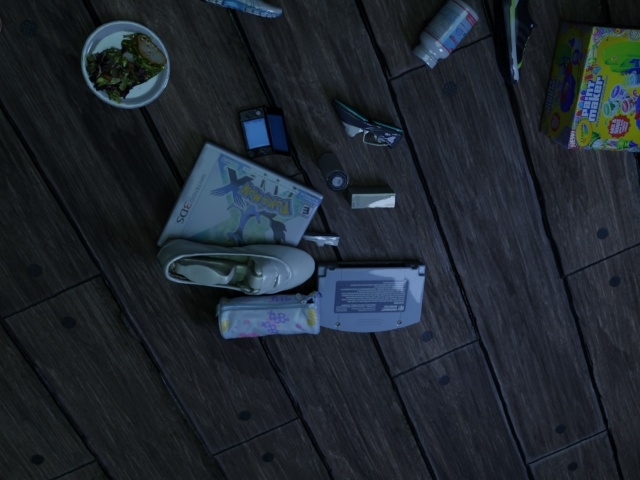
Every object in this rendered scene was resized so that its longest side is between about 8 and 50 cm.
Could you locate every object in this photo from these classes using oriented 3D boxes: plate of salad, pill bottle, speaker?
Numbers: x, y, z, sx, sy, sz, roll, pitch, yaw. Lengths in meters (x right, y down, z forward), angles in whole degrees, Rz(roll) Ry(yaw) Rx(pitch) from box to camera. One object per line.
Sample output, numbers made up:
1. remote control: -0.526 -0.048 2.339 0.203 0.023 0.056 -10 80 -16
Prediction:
1. plate of salad: -0.446 -0.399 1.645 0.199 0.048 0.200 -4 113 -9
2. pill bottle: 0.293 -0.493 1.713 0.087 0.087 0.160 35 103 -20
3. speaker: 0.029 -0.170 1.770 0.055 0.136 0.055 -4 117 -9

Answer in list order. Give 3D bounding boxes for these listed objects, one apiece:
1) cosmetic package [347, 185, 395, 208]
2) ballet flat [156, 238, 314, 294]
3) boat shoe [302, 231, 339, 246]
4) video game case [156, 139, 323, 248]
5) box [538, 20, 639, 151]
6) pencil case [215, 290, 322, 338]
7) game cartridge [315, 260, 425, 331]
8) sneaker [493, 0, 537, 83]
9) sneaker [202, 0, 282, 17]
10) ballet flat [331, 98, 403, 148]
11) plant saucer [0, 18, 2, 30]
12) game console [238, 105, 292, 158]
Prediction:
1. cosmetic package: 0.130 -0.111 1.853 0.115 0.060 0.041 -1 113 -8
2. ballet flat: -0.207 0.079 1.793 0.400 0.139 0.139 6 110 -11
3. boat shoe: 0.000 0.000 1.889 0.100 0.035 0.035 3 108 -18
4. video game case: -0.204 -0.055 1.826 0.329 0.036 0.300 23 108 -18
5. box: 0.730 -0.381 1.785 0.279 0.177 0.290 1 111 -9
6. pencil case: -0.130 0.194 1.871 0.273 0.124 0.114 -5 72 7
7. game cartridge: 0.132 0.154 1.963 0.297 0.062 0.198 0 116 -10
8. sneaker: 0.484 -0.499 1.745 0.097 0.084 0.235 -12 113 -6
9. sneaker: -0.173 -0.556 1.620 0.190 0.071 0.083 12 103 -14
10. ballet flat: 0.108 -0.280 1.778 0.203 0.074 0.074 21 107 -19
11. plant saucer: -0.744 -0.479 1.580 0.083 0.013 0.083 -3 111 -8
12. game console: -0.135 -0.258 1.742 0.107 0.071 0.122 -13 113 -5
